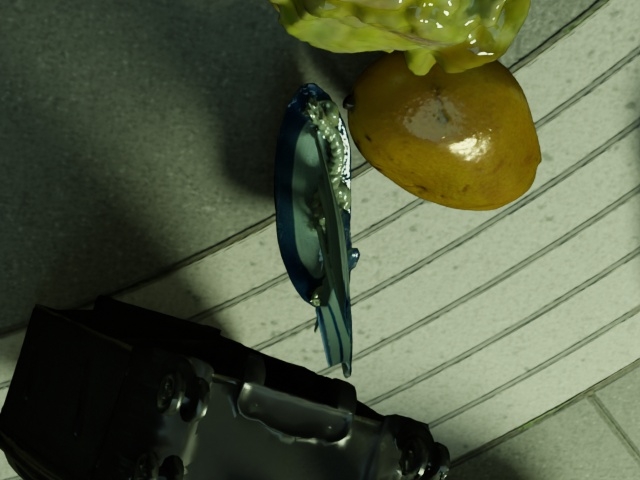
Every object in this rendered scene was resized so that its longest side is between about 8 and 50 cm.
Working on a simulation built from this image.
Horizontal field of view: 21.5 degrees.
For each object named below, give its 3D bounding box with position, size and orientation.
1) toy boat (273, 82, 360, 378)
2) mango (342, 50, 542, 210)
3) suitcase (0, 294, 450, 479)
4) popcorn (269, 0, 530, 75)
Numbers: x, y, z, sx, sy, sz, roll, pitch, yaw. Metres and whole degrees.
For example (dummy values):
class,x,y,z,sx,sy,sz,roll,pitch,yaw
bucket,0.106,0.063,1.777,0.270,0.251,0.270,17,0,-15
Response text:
class,x,y,z,sx,sy,sz,roll,pitch,yaw
toy boat,0.000,0.014,1.426,0.070,0.292,0.210,-5,146,-2
mango,0.119,-0.093,1.463,0.147,0.109,0.227,-33,140,24
suitcase,-0.103,0.173,1.431,0.283,0.434,0.194,18,89,-25
popcorn,0.055,-0.241,1.281,0.259,0.259,0.212,7,90,-17
